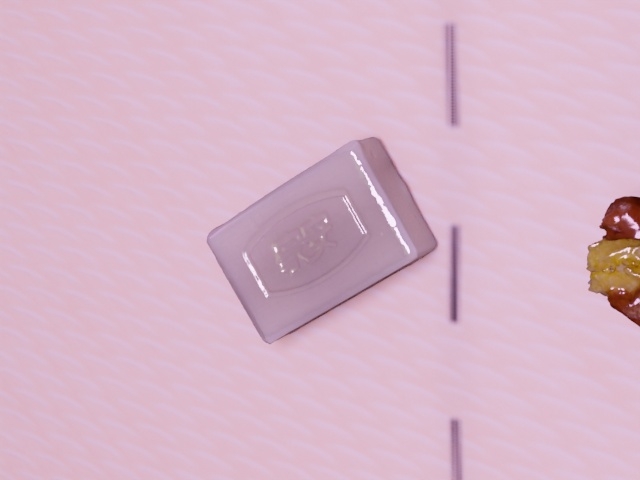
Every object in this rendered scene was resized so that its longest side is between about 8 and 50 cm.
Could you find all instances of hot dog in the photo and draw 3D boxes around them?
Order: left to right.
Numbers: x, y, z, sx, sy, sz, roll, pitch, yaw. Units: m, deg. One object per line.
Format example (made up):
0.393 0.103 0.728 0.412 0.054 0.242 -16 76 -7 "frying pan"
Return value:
0.309 0.039 1.138 0.213 0.146 0.103 35 137 15 "hot dog"

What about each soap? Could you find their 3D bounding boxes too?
0.000 0.000 1.333 0.183 0.064 0.121 -32 84 27 "soap"
